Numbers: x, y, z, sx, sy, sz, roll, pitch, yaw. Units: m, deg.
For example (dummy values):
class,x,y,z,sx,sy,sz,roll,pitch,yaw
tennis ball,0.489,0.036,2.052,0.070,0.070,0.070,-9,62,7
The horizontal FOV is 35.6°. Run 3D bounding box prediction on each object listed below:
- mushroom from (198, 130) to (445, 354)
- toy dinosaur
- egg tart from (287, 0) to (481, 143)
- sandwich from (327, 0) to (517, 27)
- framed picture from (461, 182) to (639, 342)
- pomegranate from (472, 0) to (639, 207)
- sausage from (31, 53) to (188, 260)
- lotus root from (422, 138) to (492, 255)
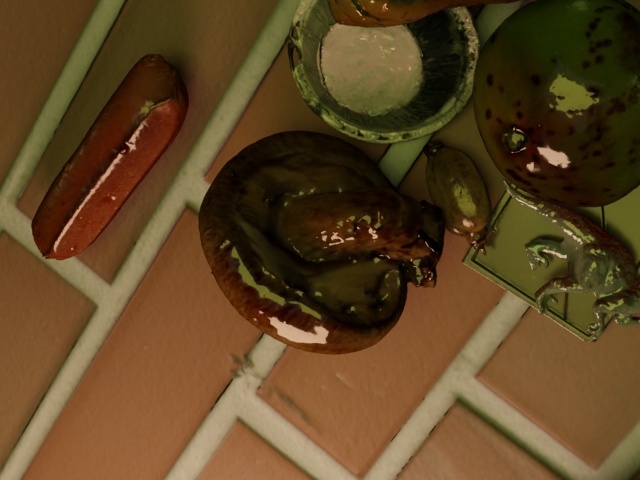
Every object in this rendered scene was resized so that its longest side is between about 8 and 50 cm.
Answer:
class,x,y,z,sx,sy,sz,roll,pitch,yaw
mushroom,0.008,0.006,1.192,0.283,0.195,0.263,5,66,15
toy dinosaur,0.308,0.013,1.140,0.167,0.053,0.242,-30,88,23
egg tart,0.070,-0.217,1.165,0.234,0.094,0.234,7,116,15
sandwich,0.116,-0.372,1.044,0.099,0.301,0.271,-5,102,64
framed picture,0.308,-0.031,1.170,0.189,0.023,0.260,32,109,12
pomegranate,0.307,-0.151,1.048,0.286,0.231,0.230,-10,97,-10
sausage,-0.280,-0.104,1.331,0.102,0.102,0.330,44,112,7
lotus root,0.170,-0.052,1.193,0.072,0.063,0.151,-25,85,49
